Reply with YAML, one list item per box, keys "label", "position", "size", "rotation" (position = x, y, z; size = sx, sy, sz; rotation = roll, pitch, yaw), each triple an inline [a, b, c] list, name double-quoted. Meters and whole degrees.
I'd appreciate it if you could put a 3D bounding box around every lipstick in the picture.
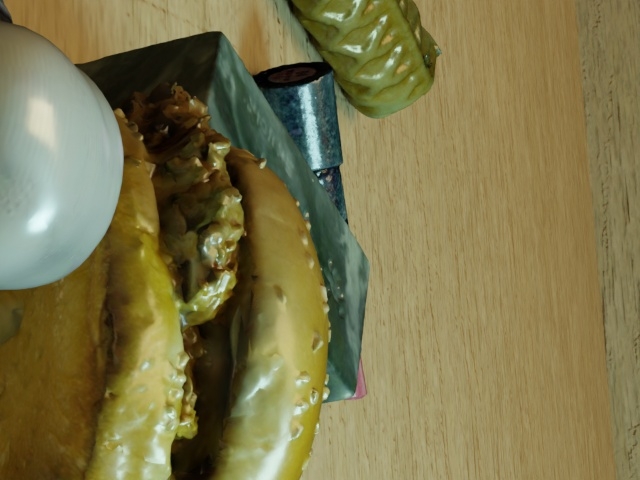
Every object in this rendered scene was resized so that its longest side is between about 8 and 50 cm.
- label: "lipstick"
  position: [0.000, 0.000, 1.134]
  size: [0.053, 0.053, 0.234]
  rotation: [-63, 146, -62]

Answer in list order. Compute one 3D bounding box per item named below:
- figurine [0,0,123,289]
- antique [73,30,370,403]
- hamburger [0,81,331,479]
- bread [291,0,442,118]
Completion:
- label: "figurine"
  position: [-0.113, -0.153, 0.512]
  size: [0.320, 0.196, 0.323]
  rotation: [52, 49, -83]
- label: "antique"
  position: [-0.047, 0.003, 0.786]
  size: [0.183, 0.086, 0.088]
  rotation: [56, 31, -43]
- label: "hamburger"
  position: [-0.072, 0.036, 0.625]
  size: [0.118, 0.182, 0.191]
  rotation: [9, 83, -35]
- label: "bread"
  position: [0.007, -0.193, 1.186]
  size: [0.077, 0.084, 0.367]
  rotation: [43, -6, 29]
